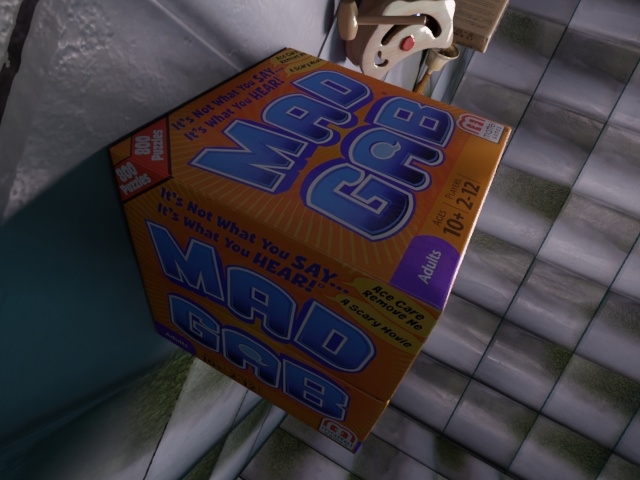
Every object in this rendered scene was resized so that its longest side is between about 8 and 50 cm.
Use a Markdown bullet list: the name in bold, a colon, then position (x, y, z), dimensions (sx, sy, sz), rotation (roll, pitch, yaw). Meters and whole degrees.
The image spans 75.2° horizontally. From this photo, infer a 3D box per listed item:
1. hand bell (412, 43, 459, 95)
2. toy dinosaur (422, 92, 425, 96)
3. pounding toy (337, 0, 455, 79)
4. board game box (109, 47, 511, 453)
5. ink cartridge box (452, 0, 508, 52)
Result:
- **hand bell**: position (0.410, -0.637, 1.590), dimensions (0.126, 0.126, 0.242), rotation (-54, 176, -35)
- **toy dinosaur**: position (0.428, -0.569, 1.815), dimensions (0.268, 0.063, 0.118), rotation (-11, 119, -77)
- **pounding toy**: position (0.148, -0.379, 0.794), dimensions (0.269, 0.155, 0.154), rotation (-16, 144, -21)
- **board game box**: position (0.000, 0.000, 0.608), dimensions (0.356, 0.356, 0.357), rotation (-52, 162, -41)
- **ink cartridge box**: position (0.374, -0.640, 1.105), dimensions (0.193, 0.234, 0.088), rotation (-63, 167, 1)
